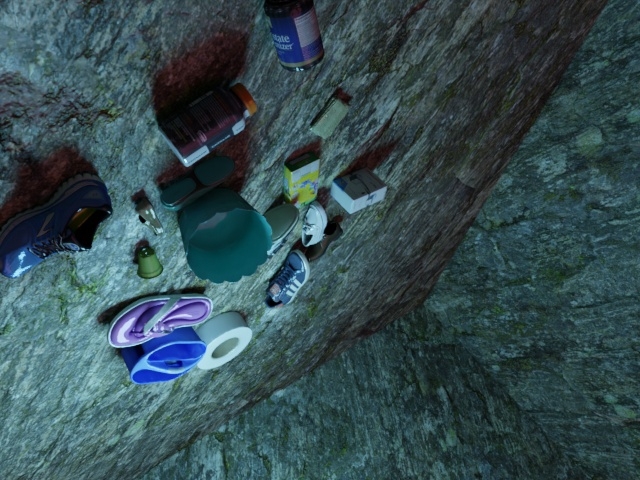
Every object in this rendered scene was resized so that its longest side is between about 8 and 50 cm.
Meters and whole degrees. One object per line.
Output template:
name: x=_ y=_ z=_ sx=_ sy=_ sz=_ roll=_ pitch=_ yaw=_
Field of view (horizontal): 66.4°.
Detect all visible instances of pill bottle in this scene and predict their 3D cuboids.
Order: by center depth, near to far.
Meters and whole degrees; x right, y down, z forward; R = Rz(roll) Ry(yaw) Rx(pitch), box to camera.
pill bottle: x=-0.069 y=-0.547 z=1.212 sx=0.122 sy=0.123 sz=0.219 roll=-34 pitch=139 yaw=-14
pill bottle: x=-0.287 y=-0.312 z=1.279 sx=0.245 sy=0.130 sz=0.130 roll=-36 pitch=153 yaw=-10

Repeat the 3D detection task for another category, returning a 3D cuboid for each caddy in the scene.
caddy: x=-0.607 y=0.451 z=1.927 sx=0.241 sy=0.179 sz=0.341 roll=-47 pitch=153 yaw=13

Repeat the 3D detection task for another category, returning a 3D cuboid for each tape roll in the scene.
tape roll: x=-0.454 y=0.455 z=2.219 sx=0.286 sy=0.100 sz=0.286 roll=-32 pitch=151 yaw=-20

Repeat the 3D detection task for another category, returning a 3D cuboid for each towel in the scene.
towel: x=0.035 y=-0.417 z=1.662 sx=0.148 sy=0.027 sz=0.110 roll=-50 pitch=153 yaw=16

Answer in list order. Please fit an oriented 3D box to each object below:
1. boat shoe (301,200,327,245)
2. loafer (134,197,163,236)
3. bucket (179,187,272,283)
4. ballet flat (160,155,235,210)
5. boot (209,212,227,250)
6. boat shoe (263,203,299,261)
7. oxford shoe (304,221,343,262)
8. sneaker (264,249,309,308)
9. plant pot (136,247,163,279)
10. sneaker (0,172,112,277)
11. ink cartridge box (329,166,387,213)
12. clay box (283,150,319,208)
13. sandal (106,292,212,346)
boat shoe: x=-0.034 y=-0.058 z=2.025 sx=0.084 sy=0.095 sz=0.258 roll=-34 pitch=151 yaw=-24
loafer: x=-0.507 y=-0.064 z=1.443 sx=0.050 sy=0.056 sz=0.148 roll=-30 pitch=141 yaw=-20
bucket: x=-0.306 y=-0.019 z=1.544 sx=0.280 sy=0.183 sz=0.282 roll=-15 pitch=126 yaw=-21
ballet flat: x=-0.365 y=-0.171 z=1.461 sx=0.247 sy=0.083 sz=0.087 roll=-34 pitch=176 yaw=-14
boot: x=-0.358 y=-0.046 z=1.660 sx=0.190 sy=0.069 sz=0.086 roll=-50 pitch=146 yaw=-2
boat shoe: x=-0.189 y=-0.006 z=1.864 sx=0.340 sy=0.127 sz=0.113 roll=-48 pitch=154 yaw=15
oxford shoe: x=0.000 y=0.000 z=2.180 sx=0.227 sy=0.082 sz=0.096 roll=-49 pitch=151 yaw=-11
sneaker: x=-0.161 y=0.188 z=2.177 sx=0.148 sy=0.131 sz=0.350 roll=-24 pitch=149 yaw=-39
plant pot: x=-0.549 y=0.067 z=1.560 sx=0.083 sy=0.083 sz=0.079 roll=-24 pitch=137 yaw=-31
sneaker: x=-0.657 y=-0.017 z=1.208 sx=0.330 sy=0.147 sz=0.130 roll=-41 pitch=153 yaw=-1
ink cartridge box: x=0.156 y=-0.208 z=2.005 sx=0.190 sy=0.140 sz=0.082 roll=-26 pitch=148 yaw=-29
clay box: x=-0.072 y=-0.211 z=1.796 sx=0.127 sy=0.053 sz=0.222 roll=-29 pitch=152 yaw=-24
sandal: x=-0.558 y=0.280 z=1.772 sx=0.416 sy=0.102 sz=0.170 roll=-16 pitch=117 yaw=-45
